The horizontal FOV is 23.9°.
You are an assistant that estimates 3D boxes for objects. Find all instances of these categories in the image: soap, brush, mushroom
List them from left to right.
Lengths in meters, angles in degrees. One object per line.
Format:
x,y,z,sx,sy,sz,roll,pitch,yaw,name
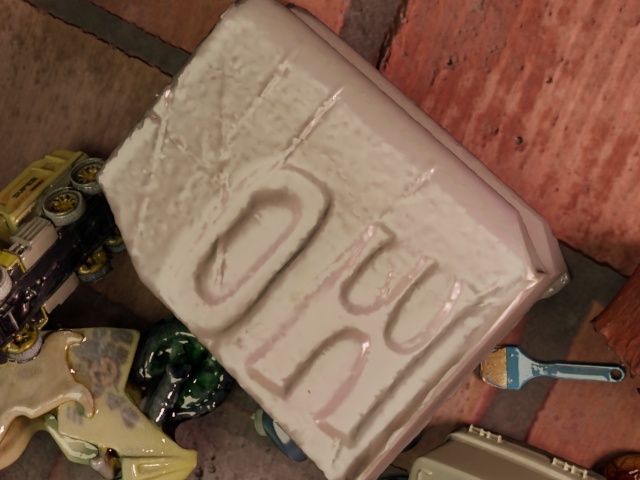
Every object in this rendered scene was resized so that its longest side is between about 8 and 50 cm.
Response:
0.000,0.000,1.596,0.435,0.213,0.350,45,103,9,soap
0.254,0.142,1.665,0.164,0.014,0.051,1,105,22,brush
0.346,0.292,1.643,0.123,0.052,0.123,5,105,19,mushroom

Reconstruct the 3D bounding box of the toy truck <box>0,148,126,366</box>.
-0.345,0.005,1.757,0.157,0.272,0.124,18,143,31,toy truck

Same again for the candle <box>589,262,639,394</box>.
0.412,0.132,1.450,0.317,0.287,0.131,37,109,14,candle

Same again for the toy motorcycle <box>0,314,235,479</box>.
-0.308,0.198,1.802,0.410,0.169,0.236,3,77,3,toy motorcycle

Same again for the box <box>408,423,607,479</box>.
0.201,0.296,1.639,0.210,0.129,0.148,19,111,36,box

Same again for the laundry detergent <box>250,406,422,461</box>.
0.011,0.206,1.759,0.206,0.061,0.096,-8,102,25,laundry detergent

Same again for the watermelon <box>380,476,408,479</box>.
0.086,0.316,1.770,0.085,0.085,0.061,-23,134,26,watermelon
